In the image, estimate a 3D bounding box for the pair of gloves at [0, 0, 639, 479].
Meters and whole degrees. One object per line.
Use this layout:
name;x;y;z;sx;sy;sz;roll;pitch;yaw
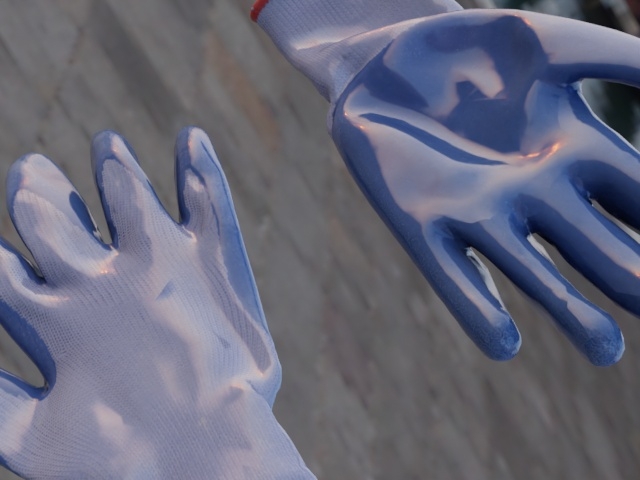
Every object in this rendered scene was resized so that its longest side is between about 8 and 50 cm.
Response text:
pair of gloves;0.000;0.000;0.463;0.159;0.198;0.023;52;-10;40
